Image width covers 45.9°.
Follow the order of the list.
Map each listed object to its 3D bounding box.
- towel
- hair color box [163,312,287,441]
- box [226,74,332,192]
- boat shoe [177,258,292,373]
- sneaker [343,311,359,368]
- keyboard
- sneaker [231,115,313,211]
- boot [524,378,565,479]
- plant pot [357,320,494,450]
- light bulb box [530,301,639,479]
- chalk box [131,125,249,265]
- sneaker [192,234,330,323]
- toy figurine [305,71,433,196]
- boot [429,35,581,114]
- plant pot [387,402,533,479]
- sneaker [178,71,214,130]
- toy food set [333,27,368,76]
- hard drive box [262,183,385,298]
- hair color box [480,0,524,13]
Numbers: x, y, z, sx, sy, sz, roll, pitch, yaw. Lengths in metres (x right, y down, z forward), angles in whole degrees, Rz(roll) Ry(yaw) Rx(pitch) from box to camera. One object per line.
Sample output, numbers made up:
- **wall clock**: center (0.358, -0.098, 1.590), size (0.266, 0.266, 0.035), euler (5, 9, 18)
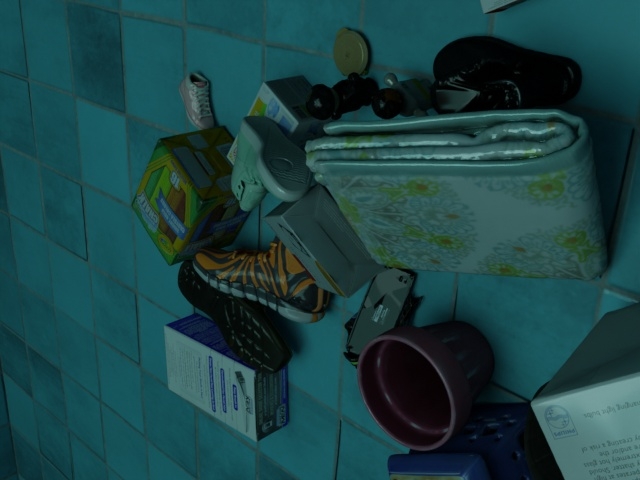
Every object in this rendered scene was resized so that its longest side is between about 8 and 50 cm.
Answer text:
- **towel**: center (0.197, -0.055, 1.063), size (0.374, 0.090, 0.320), euler (3, 154, 27)
- **hair color box**: center (-0.229, 0.317, 1.803), size (0.338, 0.110, 0.185), euler (19, 117, 42)
- **box**: center (-0.079, -0.199, 1.450), size (0.114, 0.103, 0.203), euler (51, 134, 18)
- **boat shoe**: center (-0.173, 0.147, 1.673), size (0.324, 0.120, 0.123), euler (46, 125, 16)
- **sneaker**: center (0.081, 0.234, 1.476), size (0.067, 0.078, 0.188), euler (0, 106, 46)
- **keyboard**: center (0.123, 0.137, 1.406), size (0.100, 0.038, 0.192), euler (25, 107, 13)
- **sneaker**: center (-0.088, -0.097, 1.314), size (0.256, 0.094, 0.151), euler (-121, 39, -51)
- **boot**: center (0.428, 0.412, 1.109), size (0.138, 0.377, 0.284), euler (-26, 125, 18)
- **plant pot**: center (0.194, 0.225, 1.282), size (0.201, 0.180, 0.202), euler (19, 118, 40)
- **light bulb box**: center (0.463, 0.262, 0.875), size (0.225, 0.358, 0.361), euler (-26, 87, 36)
- **chalk box**: center (-0.280, -0.077, 1.645), size (0.180, 0.179, 0.289), euler (52, 135, 18)
- **sneaker**: center (-0.113, 0.031, 1.564), size (0.321, 0.124, 0.180), euler (19, 114, 18)
- **toy figurine**: center (0.088, -0.170, 1.259), size (0.209, 0.148, 0.213), euler (13, 114, 42)
- **boot**: center (0.214, -0.227, 1.065), size (0.246, 0.207, 0.094), euler (22, 119, 39)
- **plant pot**: center (0.263, 0.422, 1.267), size (0.236, 0.212, 0.236), euler (-18, 91, 48)
- **sneaker**: center (-0.261, -0.302, 1.632), size (0.070, 0.051, 0.134), euler (-41, 71, 51)
- **toy food set**: center (0.053, -0.326, 1.327), size (0.083, 0.020, 0.083), euler (27, 124, 35)
- **hard drive box**: center (0.000, 0.000, 1.348), size (0.181, 0.089, 0.232), euler (51, 172, -7)
- **hair color box**: center (0.258, -0.416, 1.061), size (0.093, 0.053, 0.167), euler (-9, 100, 48)
